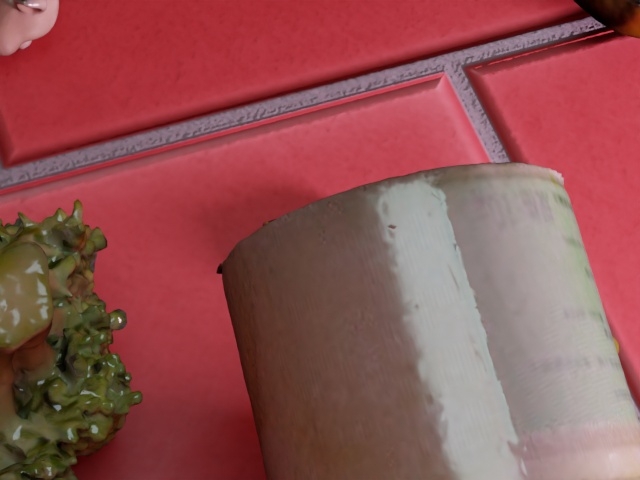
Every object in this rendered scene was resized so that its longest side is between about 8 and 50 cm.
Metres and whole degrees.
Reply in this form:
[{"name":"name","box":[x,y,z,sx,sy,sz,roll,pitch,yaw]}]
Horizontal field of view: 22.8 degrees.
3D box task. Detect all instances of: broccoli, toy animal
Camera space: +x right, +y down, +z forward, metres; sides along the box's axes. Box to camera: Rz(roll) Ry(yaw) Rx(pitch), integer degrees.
[{"name":"broccoli","box":[-0.235,0.072,1.046,0.247,0.243,0.263,25,65,-10]},{"name":"toy animal","box":[-0.276,-0.188,1.277,0.150,0.089,0.083,-14,68,-6]}]

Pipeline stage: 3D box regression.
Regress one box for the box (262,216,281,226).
[{"name":"box","box":[0.000,0.000,1.250,0.082,0.023,0.051,-18,64,-18]}]

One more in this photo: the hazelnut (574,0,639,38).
[{"name":"hazelnut","box":[0.305,-0.271,1.367,0.208,0.208,0.208,4,61,-7]}]

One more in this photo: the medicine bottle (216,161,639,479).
[{"name":"medicine bottle","box":[0.094,0.179,0.972,0.236,0.235,0.406,-10,73,-14]}]

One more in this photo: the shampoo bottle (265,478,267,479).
[{"name":"shampoo bottle","box":[-0.006,0.227,1.091,0.127,0.078,0.257,27,58,1]}]

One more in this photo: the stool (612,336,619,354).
[{"name":"stool","box":[0.186,0.149,1.149,0.110,0.134,0.135,-31,25,-25]}]
